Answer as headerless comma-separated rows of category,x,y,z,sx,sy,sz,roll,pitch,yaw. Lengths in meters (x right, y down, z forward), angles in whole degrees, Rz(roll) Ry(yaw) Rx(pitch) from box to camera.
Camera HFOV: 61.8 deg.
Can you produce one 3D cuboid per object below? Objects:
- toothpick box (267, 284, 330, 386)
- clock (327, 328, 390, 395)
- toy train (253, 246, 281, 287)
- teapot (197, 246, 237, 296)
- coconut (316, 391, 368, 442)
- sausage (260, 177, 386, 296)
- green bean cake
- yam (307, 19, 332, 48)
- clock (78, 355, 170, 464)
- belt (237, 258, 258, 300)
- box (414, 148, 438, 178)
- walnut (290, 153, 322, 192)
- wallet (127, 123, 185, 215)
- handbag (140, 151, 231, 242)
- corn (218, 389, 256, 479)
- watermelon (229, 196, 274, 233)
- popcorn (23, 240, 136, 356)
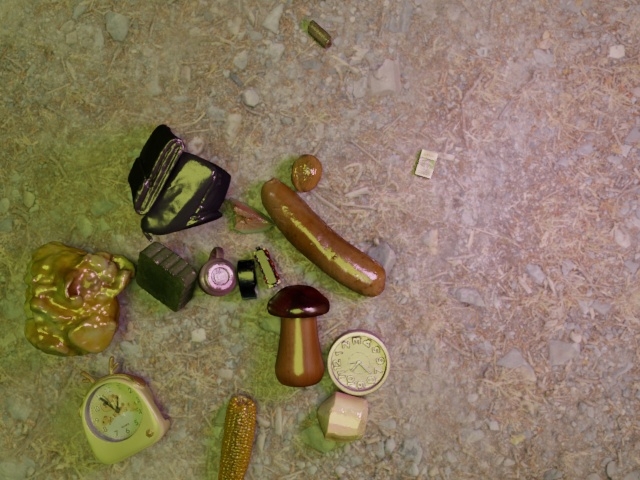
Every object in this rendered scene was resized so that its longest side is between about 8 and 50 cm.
toothpick box,-0.066,0.284,1.630,0.192,0.192,0.295,0,94,3
clock,0.119,0.380,1.674,0.196,0.068,0.197,0,89,3
toy train,-0.169,0.084,1.687,0.050,0.087,0.138,-24,85,-6
teapot,-0.338,0.105,1.664,0.116,0.146,0.148,-24,92,-27
coconut,0.064,0.540,1.638,0.152,0.147,0.147,12,89,1
sausage,-0.002,0.002,1.662,0.501,0.123,0.136,40,88,4
green bean cake,-0.475,0.110,1.653,0.183,0.185,0.094,36,51,7
yam,-0.002,-0.662,1.720,0.094,0.043,0.043,43,91,4
clock,-0.638,0.526,1.692,0.235,0.096,0.308,-26,87,3
belt,-0.230,0.123,1.675,0.058,0.105,0.140,-6,114,-1
box,0.336,-0.243,1.701,0.054,0.024,0.083,17,89,4
walnut,-0.046,-0.210,1.681,0.105,0.105,0.125,13,90,3
wallet,-0.490,-0.222,1.561,0.062,0.406,0.228,31,94,-26
handbag,-0.384,-0.109,1.601,0.177,0.302,0.275,25,92,-4
corn,-0.259,0.631,1.670,0.101,0.101,0.311,7,87,3
watermelon,-0.228,-0.065,1.706,0.155,0.080,0.101,15,99,-12
popcorn,-0.751,0.187,1.646,0.292,0.293,0.334,11,92,-41
